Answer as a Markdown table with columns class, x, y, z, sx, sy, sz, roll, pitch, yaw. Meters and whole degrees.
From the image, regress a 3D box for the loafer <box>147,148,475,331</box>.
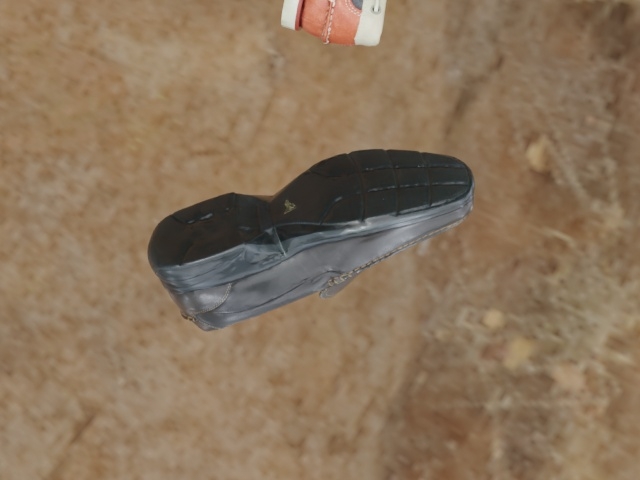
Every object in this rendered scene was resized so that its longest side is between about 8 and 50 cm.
| class | x | y | z | sx | sy | sz | roll | pitch | yaw |
| --- | --- | --- | --- | --- | --- | --- | --- | --- | --- |
| loafer | 0.000 | 0.000 | 1.008 | 0.170 | 0.062 | 0.061 | -13 | 130 | 10 |

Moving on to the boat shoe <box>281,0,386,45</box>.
| class | x | y | z | sx | sy | sz | roll | pitch | yaw |
| --- | --- | --- | --- | --- | --- | --- | --- | --- | --- |
| boat shoe | 0.022 | -0.133 | 0.853 | 0.049 | 0.043 | 0.137 | 97 | 11 | -46 |
